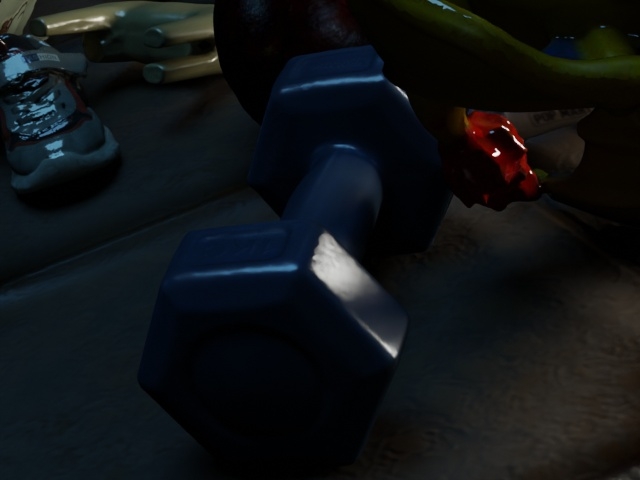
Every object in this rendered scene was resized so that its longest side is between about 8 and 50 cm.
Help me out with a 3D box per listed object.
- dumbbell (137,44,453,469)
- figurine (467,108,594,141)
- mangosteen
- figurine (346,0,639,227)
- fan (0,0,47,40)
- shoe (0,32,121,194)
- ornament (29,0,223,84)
[{"bbox_3d":[0.000,0.000,1.010,0.144,0.160,0.325,-37,15,32],"label":"dumbbell"},{"bbox_3d":[0.228,-0.217,1.233,0.253,0.211,0.361,-50,13,33],"label":"figurine"},{"bbox_3d":[0.007,-0.166,1.276,0.210,0.210,0.210,-12,28,6],"label":"mangosteen"},{"bbox_3d":[0.225,-0.108,0.898,0.387,0.401,0.268,25,78,26],"label":"figurine"},{"bbox_3d":[-0.302,-0.188,1.554,0.009,0.191,0.329,31,11,-2],"label":"fan"},{"bbox_3d":[-0.245,-0.127,1.389,0.099,0.125,0.227,-19,26,-12],"label":"shoe"},{"bbox_3d":[-0.162,-0.199,1.525,0.230,0.061,0.245,9,17,31],"label":"ornament"}]
